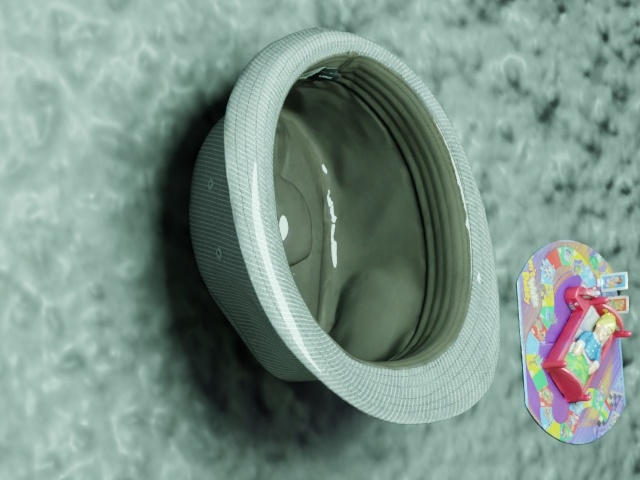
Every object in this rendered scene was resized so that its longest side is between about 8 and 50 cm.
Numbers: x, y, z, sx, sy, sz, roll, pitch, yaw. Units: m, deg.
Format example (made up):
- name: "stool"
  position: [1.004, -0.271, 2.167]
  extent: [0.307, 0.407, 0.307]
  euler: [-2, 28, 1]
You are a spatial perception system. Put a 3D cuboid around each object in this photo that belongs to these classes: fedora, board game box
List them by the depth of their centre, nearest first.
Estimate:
- name: "fedora"
  position: [0.000, 0.000, 1.249]
  extent: [0.244, 0.124, 0.275]
  euler: [-10, 83, -47]
- name: "board game box"
  position: [0.218, 0.082, 1.517]
  extent: [0.133, 0.033, 0.168]
  euler: [2, 82, -45]
